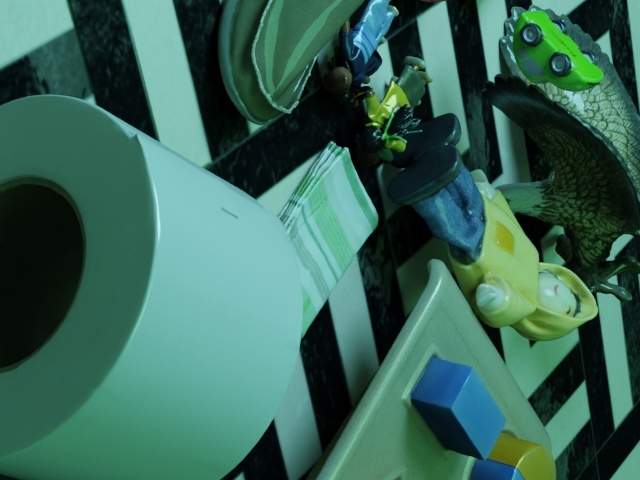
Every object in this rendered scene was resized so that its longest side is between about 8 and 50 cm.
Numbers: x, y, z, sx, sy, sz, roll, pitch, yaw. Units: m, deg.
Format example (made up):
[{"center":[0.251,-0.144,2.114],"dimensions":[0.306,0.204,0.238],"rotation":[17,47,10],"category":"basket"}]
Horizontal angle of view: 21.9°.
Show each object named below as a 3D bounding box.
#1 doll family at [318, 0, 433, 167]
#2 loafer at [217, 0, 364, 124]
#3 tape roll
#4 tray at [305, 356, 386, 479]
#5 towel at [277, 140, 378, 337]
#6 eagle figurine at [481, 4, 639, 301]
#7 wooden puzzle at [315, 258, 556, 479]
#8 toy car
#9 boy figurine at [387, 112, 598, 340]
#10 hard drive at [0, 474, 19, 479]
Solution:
[{"center":[0.045,-0.139,1.505],"dimensions":[0.111,0.076,0.193],"rotation":[-56,132,-26],"category":"doll family"},{"center":[-0.011,-0.215,1.391],"dimensions":[0.094,0.087,0.251],"rotation":[35,68,-52],"category":"loafer"},{"center":[-0.156,0.045,1.103],"dimensions":[0.169,0.246,0.246],"rotation":[31,71,-53],"category":"tape roll"},{"center":[0.037,0.314,1.574],"dimensions":[0.411,0.076,0.203],"rotation":[-55,137,-35],"category":"tray"},{"center":[0.000,0.000,1.504],"dimensions":[0.152,0.023,0.113],"rotation":[-58,137,-30],"category":"towel"},{"center":[0.269,-0.076,1.733],"dimensions":[0.225,0.226,0.298],"rotation":[-21,120,-29],"category":"eagle figurine"},{"center":[0.119,0.243,1.544],"dimensions":[0.322,0.080,0.347],"rotation":[55,53,-43],"category":"wooden puzzle"},{"center":[0.179,-0.217,1.593],"dimensions":[0.239,0.225,0.053],"rotation":[-16,150,-53],"category":"toy car"},{"center":[0.173,0.014,1.625],"dimensions":[0.285,0.092,0.177],"rotation":[47,29,-29],"category":"boy figurine"},{"center":[-0.201,0.254,1.108],"dimensions":[0.172,0.255,0.054],"rotation":[-25,155,-50],"category":"hard drive"}]
